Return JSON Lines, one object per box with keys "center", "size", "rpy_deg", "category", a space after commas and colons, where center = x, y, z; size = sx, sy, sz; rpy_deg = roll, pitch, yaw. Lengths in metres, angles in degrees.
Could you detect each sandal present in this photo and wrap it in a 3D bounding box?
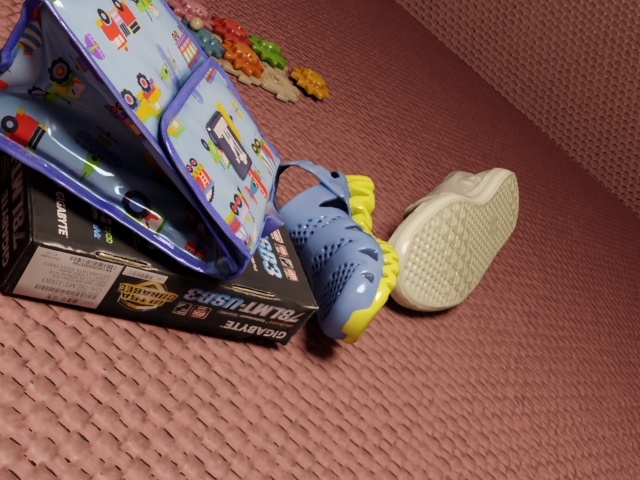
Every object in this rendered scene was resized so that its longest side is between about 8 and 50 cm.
{"center": [0.000, 0.000, 0.878], "size": [0.138, 0.126, 0.317], "rpy_deg": [26, 23, -21], "category": "sandal"}

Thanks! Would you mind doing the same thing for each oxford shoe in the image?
{"center": [0.188, -0.012, 1.136], "size": [0.130, 0.169, 0.449], "rpy_deg": [5, 21, 29], "category": "oxford shoe"}

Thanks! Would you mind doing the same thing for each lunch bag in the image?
{"center": [-0.149, -0.099, 0.687], "size": [0.293, 0.138, 0.221], "rpy_deg": [44, 23, -21], "category": "lunch bag"}

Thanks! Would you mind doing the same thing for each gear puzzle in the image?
{"center": [-0.104, -0.319, 1.274], "size": [0.339, 0.044, 0.175], "rpy_deg": [18, 35, -38], "category": "gear puzzle"}

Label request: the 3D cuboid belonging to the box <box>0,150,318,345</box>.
{"center": [-0.171, -0.045, 0.757], "size": [0.293, 0.073, 0.295], "rpy_deg": [19, 35, -39], "category": "box"}
